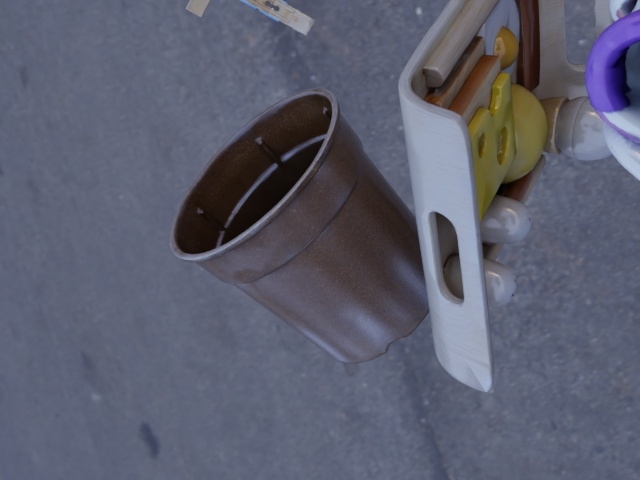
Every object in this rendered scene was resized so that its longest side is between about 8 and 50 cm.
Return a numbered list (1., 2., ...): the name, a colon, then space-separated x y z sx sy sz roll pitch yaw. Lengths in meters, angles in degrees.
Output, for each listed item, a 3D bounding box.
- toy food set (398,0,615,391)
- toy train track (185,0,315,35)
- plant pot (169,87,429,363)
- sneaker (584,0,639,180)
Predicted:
1. toy food set: 0.150 -0.077 0.791 0.092 0.306 0.220 9 133 25
2. toy train track: -0.042 -0.135 0.616 0.048 0.083 0.014 -61 3 2
3. plant pot: 0.000 0.000 0.875 0.165 0.167 0.167 45 155 -26
4. sneaker: 0.126 -0.091 0.364 0.282 0.161 0.102 56 135 36
